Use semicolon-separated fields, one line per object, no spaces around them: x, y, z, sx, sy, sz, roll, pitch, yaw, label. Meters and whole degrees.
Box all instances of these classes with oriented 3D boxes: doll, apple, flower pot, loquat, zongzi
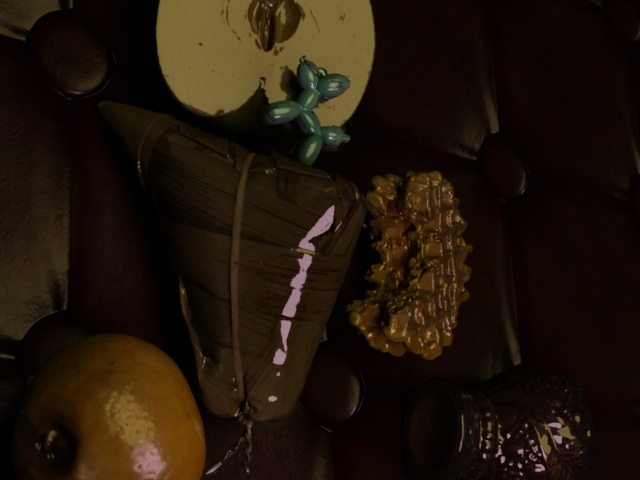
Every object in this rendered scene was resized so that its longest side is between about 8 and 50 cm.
-0.017;-0.213;1.866;0.158;0.059;0.159;-32;99;-19;doll
-0.089;-0.356;1.918;0.320;0.311;0.360;26;71;-65;apple
0.305;0.351;2.049;0.267;0.266;0.267;9;69;-27;flower pot
-0.278;0.269;1.576;0.274;0.275;0.275;14;67;-36;loquat
-0.210;0.073;1.830;0.218;0.466;0.500;12;98;-76;zongzi

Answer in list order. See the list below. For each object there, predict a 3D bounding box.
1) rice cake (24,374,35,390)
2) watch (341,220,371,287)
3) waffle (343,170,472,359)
-0.339;0.204;1.706;0.207;0.033;0.033;-5;69;-41;rice cake
-0.006;0.003;2.021;0.268;0.102;0.165;26;67;-41;watch
0.157;0.043;2.051;0.261;0.151;0.324;24;73;-56;waffle
